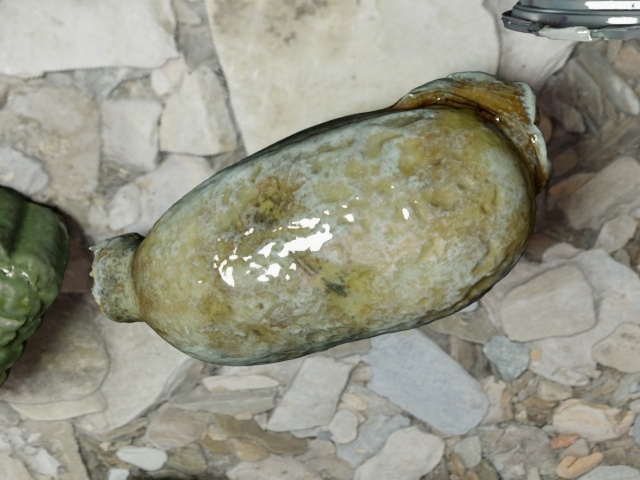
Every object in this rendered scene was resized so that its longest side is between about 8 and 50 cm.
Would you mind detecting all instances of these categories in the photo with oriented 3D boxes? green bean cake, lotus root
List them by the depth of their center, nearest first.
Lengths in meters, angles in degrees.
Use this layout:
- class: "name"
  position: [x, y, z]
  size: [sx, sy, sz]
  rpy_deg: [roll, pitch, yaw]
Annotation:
- class: "lotus root"
  position: [0.001, 0.002, 0.677]
  size: [0.349, 0.175, 0.175]
  rpy_deg: [-21, 123, 9]
- class: "green bean cake"
  position: [-0.301, 0.037, 0.706]
  size: [0.183, 0.094, 0.185]
  rpy_deg: [26, 120, -23]

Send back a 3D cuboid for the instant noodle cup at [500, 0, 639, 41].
- class: "instant noodle cup"
  position: [0.204, -0.195, 0.589]
  size: [0.177, 0.208, 0.126]
  rpy_deg: [7, 110, 24]
